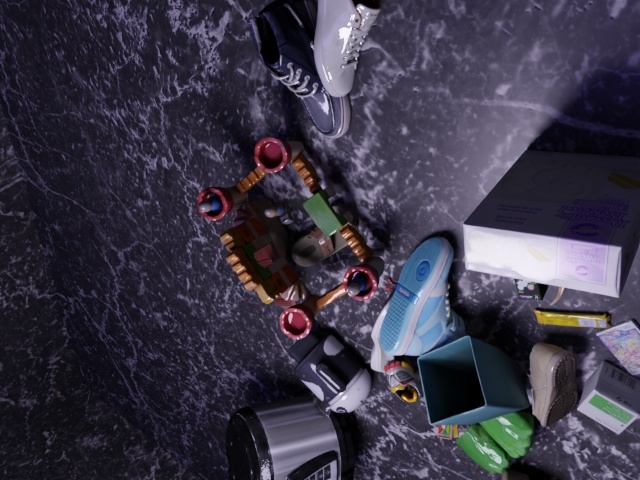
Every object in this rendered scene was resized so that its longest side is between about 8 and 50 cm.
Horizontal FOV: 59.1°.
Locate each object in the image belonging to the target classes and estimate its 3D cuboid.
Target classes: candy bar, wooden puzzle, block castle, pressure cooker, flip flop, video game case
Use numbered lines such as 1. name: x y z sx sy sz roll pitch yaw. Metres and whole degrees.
1. candy bar: 0.561 0.176 1.262 0.161 0.018 0.040 -3 121 41
2. wooden puzzle: 0.365 0.541 1.653 0.014 0.078 0.116 19 155 -20
3. block castle: -0.079 -0.005 1.415 0.303 0.213 0.453 -34 91 25
4. pressure cooker: -0.076 0.715 1.922 0.370 0.420 0.375 -41 56 54
5. flip flop: 0.000 0.000 1.555 0.112 0.080 0.277 51 131 -2
6. video game case: 0.670 0.231 1.215 0.122 0.011 0.087 49 139 0

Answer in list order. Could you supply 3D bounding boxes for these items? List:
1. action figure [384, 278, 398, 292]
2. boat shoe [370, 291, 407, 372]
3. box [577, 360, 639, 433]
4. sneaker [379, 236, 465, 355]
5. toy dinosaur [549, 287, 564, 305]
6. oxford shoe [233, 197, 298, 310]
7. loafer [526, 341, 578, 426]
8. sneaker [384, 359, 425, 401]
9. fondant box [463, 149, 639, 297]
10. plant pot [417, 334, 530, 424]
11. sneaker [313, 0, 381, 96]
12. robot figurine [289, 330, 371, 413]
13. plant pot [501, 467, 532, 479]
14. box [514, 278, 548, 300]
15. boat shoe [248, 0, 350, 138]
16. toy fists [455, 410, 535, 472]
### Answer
1. action figure: 0.226 0.131 1.498 0.115 0.038 0.030 17 146 31
2. boat shoe: 0.204 0.268 1.568 0.103 0.118 0.320 19 135 19
3. box: 0.646 0.347 1.254 0.101 0.102 0.087 30 137 19
4. sneaker: 0.295 0.153 1.412 0.319 0.208 0.127 -67 24 15
5. toy dinosaur: 0.522 0.053 1.194 0.092 0.053 0.183 11 120 54
6. oxford shoe: -0.124 0.039 1.654 0.123 0.130 0.348 -4 112 46
7. loafer: 0.546 0.337 1.341 0.092 0.102 0.268 -128 22 -50
8. sneaker: 0.256 0.422 1.594 0.088 0.092 0.225 -32 132 29
9. fondant box: 0.423 -0.049 0.979 0.238 0.330 0.096 11 126 34
10. plant pot: 0.386 0.354 1.370 0.234 0.165 0.166 20 140 -35
11. sneaker: 0.060 -0.433 1.171 0.123 0.106 0.290 21 130 31
12. robot figurine: 0.029 0.410 1.768 0.278 0.209 0.173 44 125 7
13. plant pot: 0.614 0.803 1.501 0.280 0.323 0.323 7 125 17
14. box: 0.462 0.082 1.243 0.052 0.062 0.083 -1 118 39
15. boat shoe: -0.050 -0.371 1.271 0.127 0.158 0.340 -4 116 42
16. toy fists: 0.485 0.536 1.538 0.142 0.096 0.279 45 141 23
